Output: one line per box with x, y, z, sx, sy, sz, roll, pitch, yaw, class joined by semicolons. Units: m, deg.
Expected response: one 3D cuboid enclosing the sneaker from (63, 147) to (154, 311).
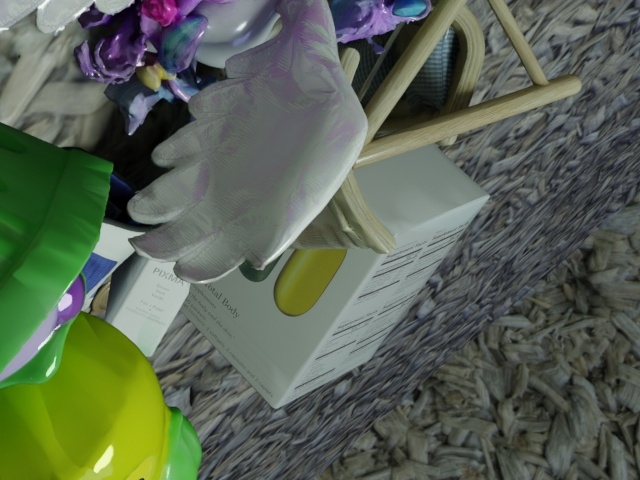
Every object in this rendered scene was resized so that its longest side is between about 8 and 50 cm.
-0.225;0.031;1.241;0.182;0.127;0.315;-36;159;-23;sneaker

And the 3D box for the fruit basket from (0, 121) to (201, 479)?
-0.240;0.117;0.995;0.392;0.392;0.283;-49;-166;11;fruit basket

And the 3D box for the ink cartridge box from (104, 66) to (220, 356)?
-0.120;-0.036;1.294;0.225;0.056;0.181;-55;-159;30;ink cartridge box

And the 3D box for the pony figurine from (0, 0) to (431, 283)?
-0.062;-0.168;1.005;0.351;0.303;0.363;-41;-176;-11;pony figurine

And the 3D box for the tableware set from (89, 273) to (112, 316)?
-0.237;0.060;1.460;0.141;0.020;0.169;-40;162;-21;tableware set

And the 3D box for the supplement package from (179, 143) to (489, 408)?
0.000;0.000;1.564;0.198;0.199;0.263;-21;151;-53;supplement package

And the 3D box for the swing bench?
0.040;-0.117;1.279;0.254;0.165;0.253;-39;-165;-22;swing bench
